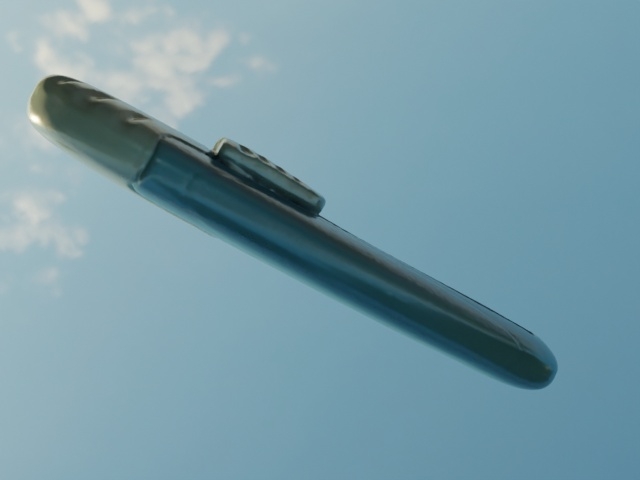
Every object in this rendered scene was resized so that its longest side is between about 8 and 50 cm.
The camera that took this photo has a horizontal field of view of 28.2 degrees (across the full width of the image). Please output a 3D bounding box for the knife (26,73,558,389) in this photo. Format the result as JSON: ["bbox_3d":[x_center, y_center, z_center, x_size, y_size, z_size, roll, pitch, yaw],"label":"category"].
[{"bbox_3d":[0.000,0.000,0.444,0.031,0.222,0.064,-60,-154,3],"label":"knife"}]
